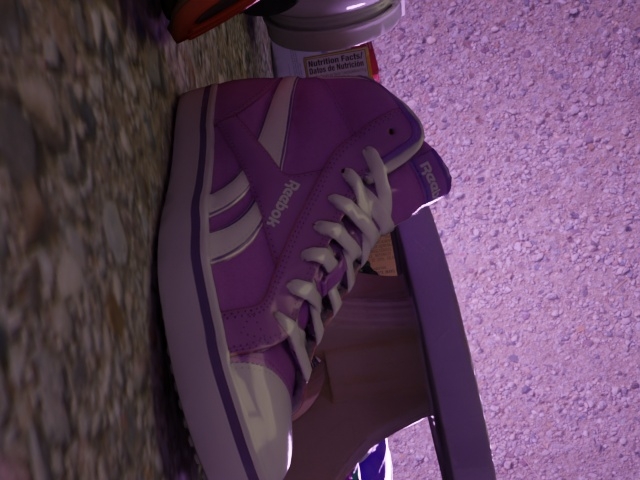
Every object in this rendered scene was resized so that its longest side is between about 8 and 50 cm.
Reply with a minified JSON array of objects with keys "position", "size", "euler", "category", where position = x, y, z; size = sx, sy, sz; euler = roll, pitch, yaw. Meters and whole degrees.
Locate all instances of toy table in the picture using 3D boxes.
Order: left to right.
[{"position":[0.023,0.089,0.594],"size":[0.274,0.161,0.252],"euler":[-97,176,-45],"category":"toy table"}]

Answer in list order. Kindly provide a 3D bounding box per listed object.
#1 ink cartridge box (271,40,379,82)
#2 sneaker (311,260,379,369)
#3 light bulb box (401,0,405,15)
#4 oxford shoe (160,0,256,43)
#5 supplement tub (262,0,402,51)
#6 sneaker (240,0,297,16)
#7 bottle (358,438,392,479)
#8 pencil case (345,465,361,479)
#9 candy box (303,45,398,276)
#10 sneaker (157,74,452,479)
[{"position":[0.011,-0.287,1.394],"size":[0.128,0.176,0.127],"euler":[77,2,-61],"category":"ink cartridge box"},{"position":[-0.011,0.014,0.850],"size":[0.112,0.121,0.299],"euler":[133,-47,-56],"category":"sneaker"},{"position":[0.000,-0.631,1.438],"size":[0.358,0.226,0.360],"euler":[70,6,-67],"category":"light bulb box"},{"position":[-0.074,-0.198,0.499],"size":[0.098,0.097,0.271],"euler":[58,8,-25],"category":"oxford shoe"},{"position":[-0.004,-0.430,1.014],"size":[0.228,0.229,0.316],"euler":[-95,175,-53],"category":"supplement tub"},{"position":[-0.071,-0.343,0.717],"size":[0.276,0.098,0.135],"euler":[80,2,-61],"category":"sneaker"},{"position":[0.046,0.293,1.055],"size":[0.282,0.092,0.118],"euler":[74,16,-63],"category":"bottle"},{"position":[0.024,0.305,0.886],"size":[0.070,0.065,0.151],"euler":[27,-49,62],"category":"pencil case"},{"position":[0.048,-0.065,1.014],"size":[0.183,0.088,0.316],"euler":[57,23,-80],"category":"candy box"},{"position":[0.000,-0.001,0.435],"size":[0.102,0.161,0.282],"euler":[80,4,-52],"category":"sneaker"}]
